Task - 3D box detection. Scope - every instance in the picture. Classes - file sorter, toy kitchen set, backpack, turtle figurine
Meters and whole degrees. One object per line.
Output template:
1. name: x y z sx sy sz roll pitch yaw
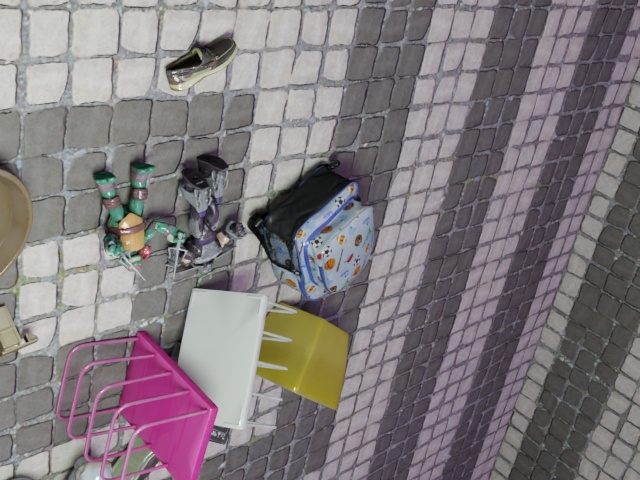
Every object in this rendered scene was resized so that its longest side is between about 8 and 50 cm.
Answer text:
1. file sorter: -0.377 0.348 1.649 0.182 0.290 0.202 -3 118 -44
2. toy kitchen set: -0.563 0.162 1.517 0.068 0.075 0.083 -23 171 -33
3. file sorter: -0.179 0.263 1.806 0.173 0.193 0.278 29 68 -57
4. backpack: 0.000 0.000 1.891 0.276 0.213 0.263 -39 150 -27
5. turtle figurine: -0.350 -0.019 1.550 0.175 0.118 0.234 -33 124 -50

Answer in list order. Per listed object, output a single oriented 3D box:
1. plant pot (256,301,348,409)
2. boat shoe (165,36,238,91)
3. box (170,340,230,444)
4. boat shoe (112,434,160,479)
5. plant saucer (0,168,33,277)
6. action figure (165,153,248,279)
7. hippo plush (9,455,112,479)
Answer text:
1. plant pot: -0.052 0.273 2.037 0.212 0.212 0.187 36 75 -53
2. boat shoe: -0.216 -0.330 1.518 0.152 0.056 0.049 -42 146 -19
3. box: -0.274 0.353 1.902 0.231 0.056 0.183 40 61 -53
4. boat shoe: -0.396 0.479 1.902 0.228 0.081 0.069 -48 166 -21
5. plant saucer: -0.588 -0.007 1.317 0.278 0.041 0.278 -40 153 -26
6. action figure: -0.236 -0.026 1.689 0.185 0.099 0.285 -36 143 -39
7. hippo plush: -0.552 0.596 1.706 0.236 0.294 0.234 -1 150 -27
